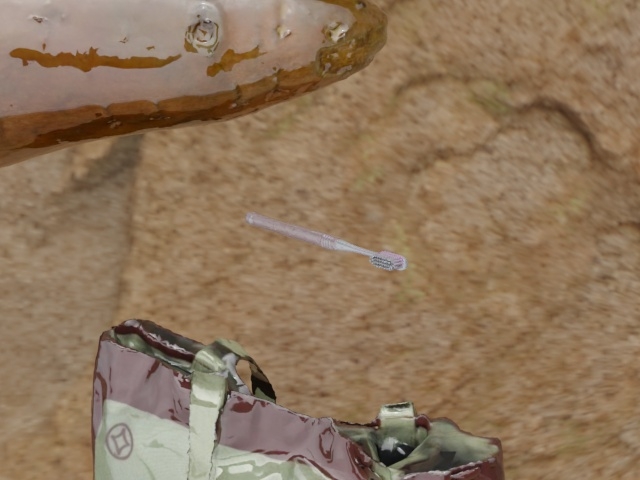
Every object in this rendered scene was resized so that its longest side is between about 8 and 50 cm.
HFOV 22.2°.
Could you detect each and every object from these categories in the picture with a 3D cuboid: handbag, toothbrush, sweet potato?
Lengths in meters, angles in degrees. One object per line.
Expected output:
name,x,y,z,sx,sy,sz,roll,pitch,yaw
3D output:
handbag,-0.021,0.169,0.797,0.213,0.127,0.235,14,113,14
toothbrush,0.000,0.000,0.684,0.097,0.008,0.006,17,108,45
sweet potato,-0.157,-0.079,0.630,0.359,0.112,0.112,13,90,16
